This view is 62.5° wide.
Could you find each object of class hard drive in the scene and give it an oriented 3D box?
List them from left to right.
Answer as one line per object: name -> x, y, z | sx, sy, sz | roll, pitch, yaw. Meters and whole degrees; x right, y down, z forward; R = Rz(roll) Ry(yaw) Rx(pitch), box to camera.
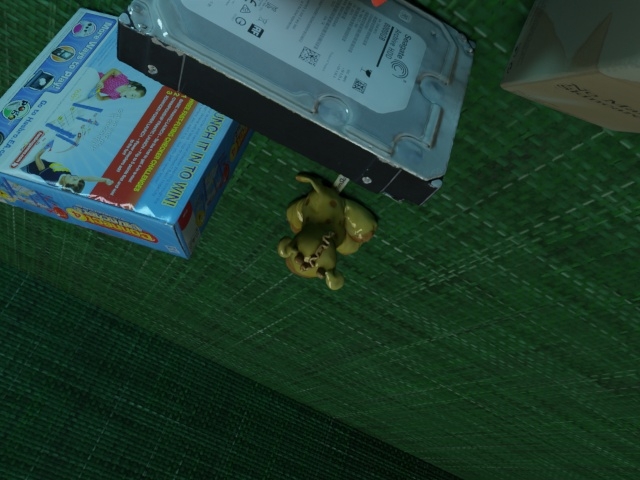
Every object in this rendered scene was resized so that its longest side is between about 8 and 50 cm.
hard drive -> -0.004, -0.205, 0.565 | 0.339, 0.237, 0.064 | 27, 149, -9

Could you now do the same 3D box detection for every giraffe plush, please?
giraffe plush -> 0.000, 0.000, 0.954 | 0.181, 0.170, 0.210 | 17, 149, 6

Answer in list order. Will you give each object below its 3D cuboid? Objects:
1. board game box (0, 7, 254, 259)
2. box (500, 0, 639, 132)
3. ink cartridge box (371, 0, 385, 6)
board game box -> -0.261, -0.160, 0.721 | 0.302, 0.308, 0.086 | 17, 151, 8
box -> 0.266, -0.159, 0.411 | 0.148, 0.311, 0.121 | 21, 105, 1
ink cartridge box -> 0.013, -0.309, 0.262 | 0.308, 0.091, 0.385 | 63, 166, -13
